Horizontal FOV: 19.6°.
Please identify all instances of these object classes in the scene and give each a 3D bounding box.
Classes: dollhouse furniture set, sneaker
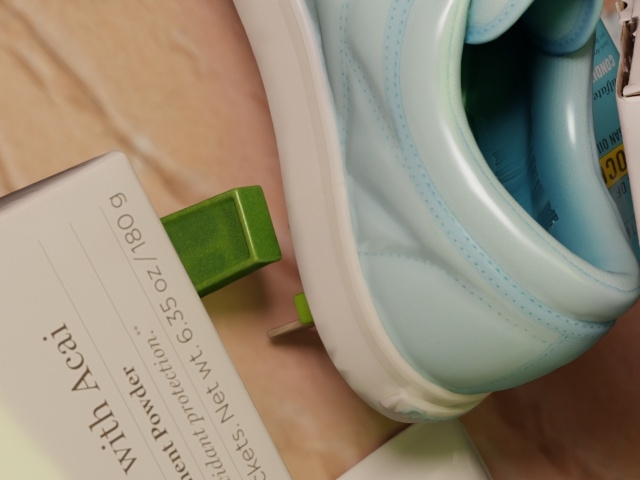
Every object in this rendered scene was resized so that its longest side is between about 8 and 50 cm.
[{"bbox_3d":[0.000,0.000,0.820,0.151,0.058,0.076,-9,79,-49],"label":"dollhouse furniture set"},{"bbox_3d":[0.049,-0.117,0.767,0.135,0.150,0.366,-8,78,-50],"label":"sneaker"}]

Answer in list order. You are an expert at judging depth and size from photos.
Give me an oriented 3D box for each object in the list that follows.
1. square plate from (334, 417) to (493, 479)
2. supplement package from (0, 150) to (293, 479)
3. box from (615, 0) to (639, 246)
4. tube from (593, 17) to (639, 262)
[{"bbox_3d":[0.018,0.300,0.771,0.347,0.049,0.344,-32,99,-29],"label":"square plate"},{"bbox_3d":[-0.175,0.120,0.617,0.293,0.175,0.177,-31,99,-29],"label":"supplement package"},{"bbox_3d":[0.200,0.000,0.766,0.262,0.126,0.231,-59,141,-66],"label":"box"},{"bbox_3d":[0.117,-0.077,0.886,0.080,0.052,0.207,-34,104,-20],"label":"tube"}]
